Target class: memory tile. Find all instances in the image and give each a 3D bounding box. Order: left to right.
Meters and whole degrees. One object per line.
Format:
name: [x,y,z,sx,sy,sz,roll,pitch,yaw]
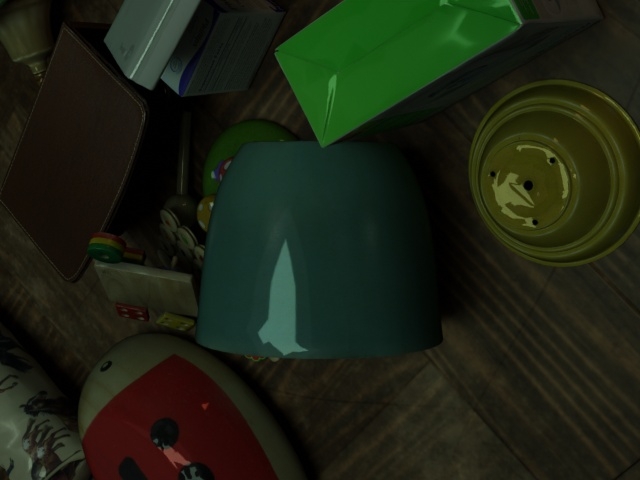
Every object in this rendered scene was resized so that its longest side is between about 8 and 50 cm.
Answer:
memory tile: [-0.190,0.024,1.486,0.113,0.012,0.148,46,154,16]

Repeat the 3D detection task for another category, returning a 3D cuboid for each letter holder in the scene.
letter holder: [-0.288,-0.115,1.460,0.214,0.152,0.301,46,122,27]

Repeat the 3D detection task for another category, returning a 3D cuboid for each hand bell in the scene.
hand bell: [-0.411,-0.239,1.579,0.126,0.126,0.242,-8,110,35]

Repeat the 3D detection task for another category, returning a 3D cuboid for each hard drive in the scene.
hard drive: [-0.155,-0.341,1.240,0.307,0.040,0.203,-59,27,11]

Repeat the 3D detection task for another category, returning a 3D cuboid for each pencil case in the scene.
pencil case: [-0.524,0.261,1.720,0.410,0.160,0.183,42,122,18]

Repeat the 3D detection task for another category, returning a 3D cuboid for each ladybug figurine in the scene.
ladybug figurine: [-0.193,0.333,1.516,0.449,0.162,0.305,43,121,18]

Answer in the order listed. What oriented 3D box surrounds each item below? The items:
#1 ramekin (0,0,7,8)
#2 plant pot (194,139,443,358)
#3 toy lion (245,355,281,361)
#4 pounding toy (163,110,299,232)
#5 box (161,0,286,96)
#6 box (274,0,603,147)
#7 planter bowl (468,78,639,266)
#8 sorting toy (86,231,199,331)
ramekin: [-0.526,-0.424,1.490,0.303,0.148,0.303,-24,50,32]
plant pot: [0.000,0.000,1.247,0.293,0.293,0.235,3,94,33]
toy lion: [-0.081,0.122,1.474,0.096,0.034,0.100,15,109,38]
pounding toy: [-0.130,-0.070,1.410,0.237,0.110,0.182,14,109,30]
box: [-0.132,-0.257,1.349,0.072,0.137,0.126,42,120,20]
box: [0.127,-0.223,1.129,0.262,0.231,0.126,-28,85,35]
planter bowl: [0.245,-0.067,1.175,0.217,0.090,0.217,9,107,32]
sorting toy: [-0.229,0.055,1.454,0.132,0.274,0.046,10,66,4]
